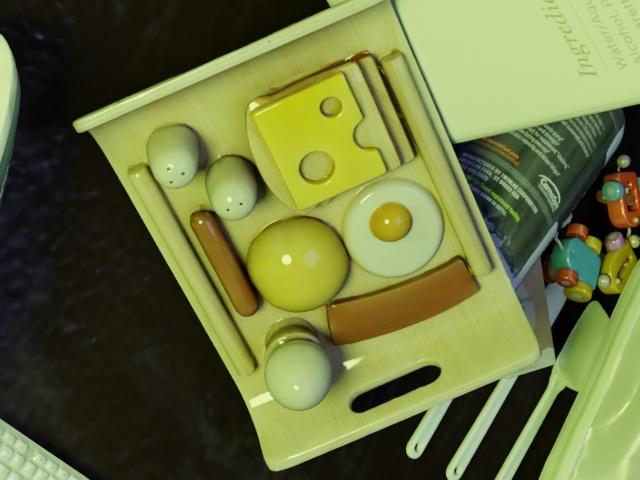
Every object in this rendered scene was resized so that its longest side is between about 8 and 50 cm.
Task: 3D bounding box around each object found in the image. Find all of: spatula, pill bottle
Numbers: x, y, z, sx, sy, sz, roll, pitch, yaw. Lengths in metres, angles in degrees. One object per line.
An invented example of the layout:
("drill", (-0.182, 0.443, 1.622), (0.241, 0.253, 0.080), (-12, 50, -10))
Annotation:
("spatula", (0.174, 0.126, 1.245), (0.168, 0.019, 0.242), (48, 64, -36))
("pill bottle", (0.164, -0.074, 1.134), (0.246, 0.130, 0.130), (-50, 125, -25))

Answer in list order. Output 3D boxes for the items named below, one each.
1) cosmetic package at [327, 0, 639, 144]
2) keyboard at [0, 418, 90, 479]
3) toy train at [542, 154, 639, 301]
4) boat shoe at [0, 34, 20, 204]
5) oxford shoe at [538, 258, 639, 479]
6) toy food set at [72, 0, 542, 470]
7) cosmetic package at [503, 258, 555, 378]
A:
("cosmetic package", (0.201, -0.303, 0.901), (0.329, 0.393, 0.327), (-49, 115, -35))
("keyboard", (-0.205, 0.166, 0.910), (0.256, 0.014, 0.072), (44, 67, -36))
("toy train", (0.247, -0.008, 1.269), (0.166, 0.046, 0.125), (-14, 94, -46))
("boat shoe", (-0.251, 0.026, 0.810), (0.099, 0.116, 0.320), (61, 44, -68))
("oxford shoe", (0.294, 0.218, 1.258), (0.169, 0.130, 0.449), (17, 94, -50))
("toy food set", (0.000, 0.000, 0.943), (0.219, 0.092, 0.306), (-24, 118, 5))
("cosmetic package", (0.163, 0.057, 1.197), (0.060, 0.041, 0.115), (-14, 97, -32))
